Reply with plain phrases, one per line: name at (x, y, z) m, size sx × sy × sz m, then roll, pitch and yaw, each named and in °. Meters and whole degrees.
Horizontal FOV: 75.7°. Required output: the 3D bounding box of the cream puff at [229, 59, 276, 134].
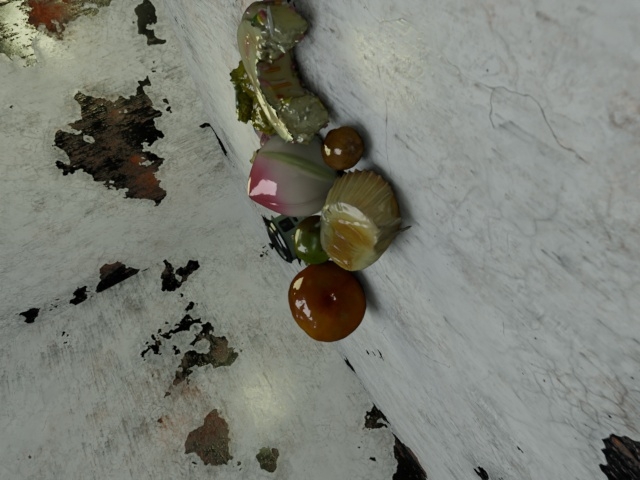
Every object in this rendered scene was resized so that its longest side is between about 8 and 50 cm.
cream puff at (-0.221, -0.493, 1.433) m, size 0.282 × 0.185 × 0.282 m, roll 51°, pitch 162°, yaw 23°

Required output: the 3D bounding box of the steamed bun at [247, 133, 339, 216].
steamed bun at (-0.111, -0.208, 1.391) m, size 0.309 × 0.309 × 0.309 m, roll 55°, pitch 165°, yaw 22°

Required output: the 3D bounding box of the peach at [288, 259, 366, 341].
peach at (0.031, 0.252, 1.723) m, size 0.343 × 0.342 × 0.302 m, roll 58°, pitch 163°, yaw 12°

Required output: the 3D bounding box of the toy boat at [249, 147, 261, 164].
toy boat at (-0.226, -0.329, 1.925) m, size 0.310 × 0.115 × 0.089 m, roll 49°, pitch 120°, yaw 29°

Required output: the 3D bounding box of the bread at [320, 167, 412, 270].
bread at (0.107, -0.055, 1.193) m, size 0.236 × 0.183 × 0.389 m, roll 40°, pitch 158°, yaw 3°

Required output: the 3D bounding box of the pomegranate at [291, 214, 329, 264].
pomegranate at (-0.004, 0.002, 1.638) m, size 0.246 × 0.198 × 0.199 m, roll 25°, pitch 142°, yaw 55°

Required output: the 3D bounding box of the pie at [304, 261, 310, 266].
pie at (-0.099, 0.020, 2.256) m, size 0.303 × 0.066 × 0.303 m, roll 56°, pitch 167°, yaw 20°

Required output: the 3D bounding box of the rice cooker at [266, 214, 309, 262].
rice cooker at (-0.145, -0.024, 1.991) m, size 0.281 × 0.226 × 0.241 m, roll 55°, pitch 165°, yaw 22°

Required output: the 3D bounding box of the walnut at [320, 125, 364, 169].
walnut at (0.055, -0.247, 1.113) m, size 0.116 × 0.115 × 0.207 m, roll 63°, pitch 173°, yaw -10°

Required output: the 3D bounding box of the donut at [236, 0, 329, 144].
donut at (-0.104, -0.463, 1.140) m, size 0.307 × 0.150 × 0.371 m, roll 45°, pitch 159°, yaw 49°

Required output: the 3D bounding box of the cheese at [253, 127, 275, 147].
cheese at (-0.233, -0.427, 1.820) m, size 0.286 × 0.074 × 0.189 m, roll 54°, pitch 164°, yaw 25°
